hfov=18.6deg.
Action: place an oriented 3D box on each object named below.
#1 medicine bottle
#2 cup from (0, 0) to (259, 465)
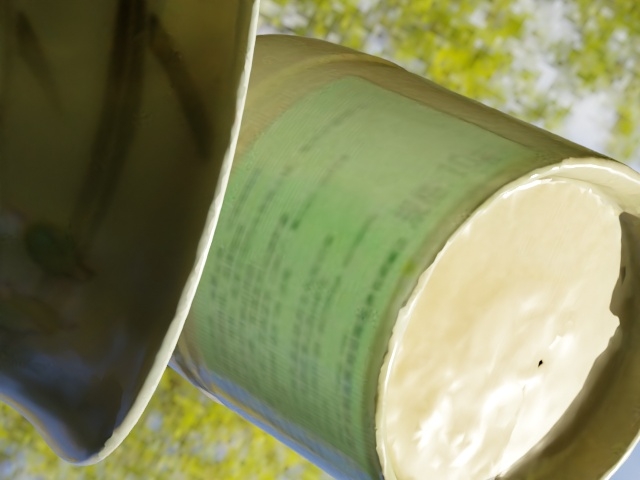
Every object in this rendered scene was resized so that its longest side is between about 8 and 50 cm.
[{"bbox_3d":[0.000,0.000,1.199,0.235,0.236,0.406,-4,-159,-38],"label":"medicine bottle"},{"bbox_3d":[-0.157,-0.077,0.911,0.163,0.347,0.347,11,-140,-20],"label":"cup"}]
